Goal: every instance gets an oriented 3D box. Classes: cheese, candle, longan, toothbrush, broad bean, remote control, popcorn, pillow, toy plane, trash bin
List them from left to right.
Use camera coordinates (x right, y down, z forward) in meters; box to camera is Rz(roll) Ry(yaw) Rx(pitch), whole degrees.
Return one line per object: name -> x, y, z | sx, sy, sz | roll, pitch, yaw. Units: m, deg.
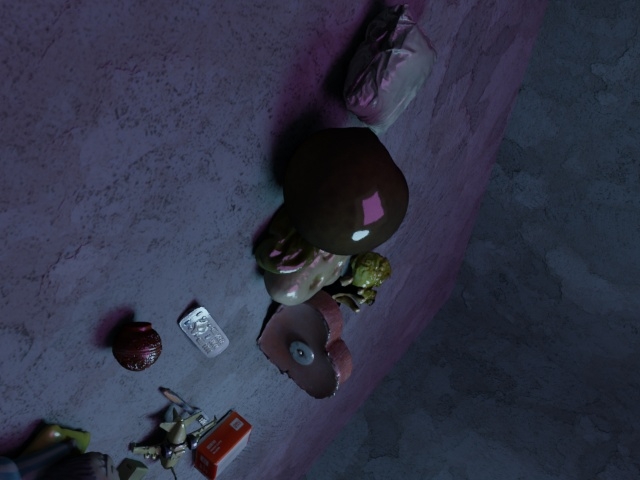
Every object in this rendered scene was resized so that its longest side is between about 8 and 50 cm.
trash bin -> -0.497, 0.613, 1.613 | 0.061, 0.043, 0.092 | -52, 158, -12
toy plane -> -0.399, 0.552, 1.662 | 0.241, 0.104, 0.256 | -10, 130, -36
toothbrush -> -0.367, 0.461, 1.692 | 0.037, 0.028, 0.375 | -42, 155, -15
remote control -> -0.287, 0.228, 1.527 | 0.073, 0.044, 0.229 | -35, 145, -10
broad bean -> -0.071, -0.001, 1.559 | 0.207, 0.153, 0.072 | -48, -159, -12
candle -> -0.047, 0.308, 1.844 | 0.131, 0.287, 0.317 | -30, 108, -56
cheese -> 0.000, 0.000, 1.689 | 0.351, 0.129, 0.329 | -21, 141, -57
longan -> 0.057, -0.117, 1.436 | 0.319, 0.318, 0.319 | -44, 155, -28
popcorn -> 0.161, 0.131, 2.190 | 0.168, 0.173, 0.195 | -45, 157, -86
pillow -> 0.163, -0.397, 1.480 | 0.284, 0.138, 0.310 | -59, 160, 8

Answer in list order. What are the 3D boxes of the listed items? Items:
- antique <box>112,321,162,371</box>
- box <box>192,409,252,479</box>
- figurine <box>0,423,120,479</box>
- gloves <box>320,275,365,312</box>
antique -> -0.377, 0.220, 1.259 | 0.104, 0.104, 0.104 | -44, 155, -28
box -> -0.317, 0.658, 1.969 | 0.182, 0.099, 0.133 | -40, 155, -39
figurine -> -0.479, 0.555, 1.141 | 0.266, 0.377, 0.361 | -58, 159, 3
gloves -> 0.029, 0.214, 1.995 | 0.301, 0.152, 0.197 | -42, 176, 36
